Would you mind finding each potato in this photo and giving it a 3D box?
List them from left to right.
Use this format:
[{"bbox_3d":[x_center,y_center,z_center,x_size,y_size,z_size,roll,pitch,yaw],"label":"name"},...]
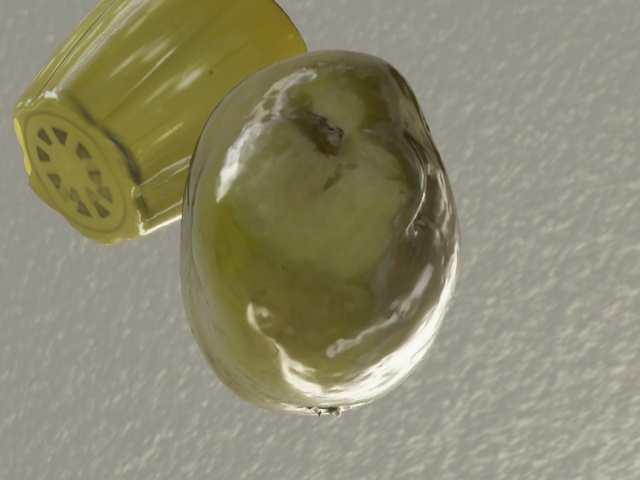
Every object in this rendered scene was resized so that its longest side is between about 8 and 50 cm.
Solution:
[{"bbox_3d":[-0.005,0.001,0.768,0.137,0.200,0.154,-31,-106,-21],"label":"potato"}]

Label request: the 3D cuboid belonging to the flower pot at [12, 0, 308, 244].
[{"bbox_3d":[-0.128,-0.098,1.201,0.195,0.195,0.179,43,-127,4],"label":"flower pot"}]
